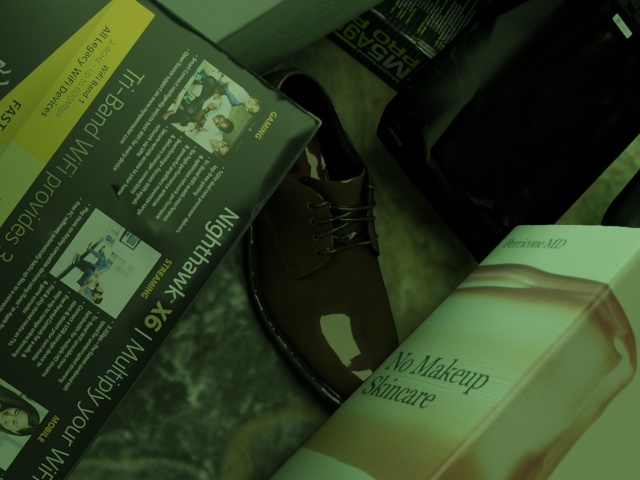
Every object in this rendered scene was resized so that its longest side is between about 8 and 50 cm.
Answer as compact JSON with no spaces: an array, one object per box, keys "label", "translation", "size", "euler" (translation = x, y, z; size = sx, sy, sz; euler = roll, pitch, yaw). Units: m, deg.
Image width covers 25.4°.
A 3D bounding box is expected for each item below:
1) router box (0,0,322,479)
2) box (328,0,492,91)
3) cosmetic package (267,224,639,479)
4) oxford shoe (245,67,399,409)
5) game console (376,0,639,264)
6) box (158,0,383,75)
[{"label":"router box","translation":[-0.187,-0.011,0.758],"size":[0.243,0.081,0.309],"euler":[37,86,-8]},{"label":"box","translation":[0.101,-0.233,1.015],"size":[0.216,0.060,0.270],"euler":[36,64,-7]},{"label":"cosmetic package","translation":[0.090,0.133,0.810],"size":[0.296,0.153,0.129],"euler":[-44,108,-20]},{"label":"oxford shoe","translation":[0.000,0.000,0.882],"size":[0.082,0.096,0.227],"euler":[-18,83,-27]},{"label":"game console","translation":[0.214,-0.015,0.965],"size":[0.213,0.044,0.361],"euler":[-44,108,-13]},{"label":"box","translation":[-0.056,-0.205,0.861],"size":[0.181,0.182,0.119],"euler":[64,23,6]}]
